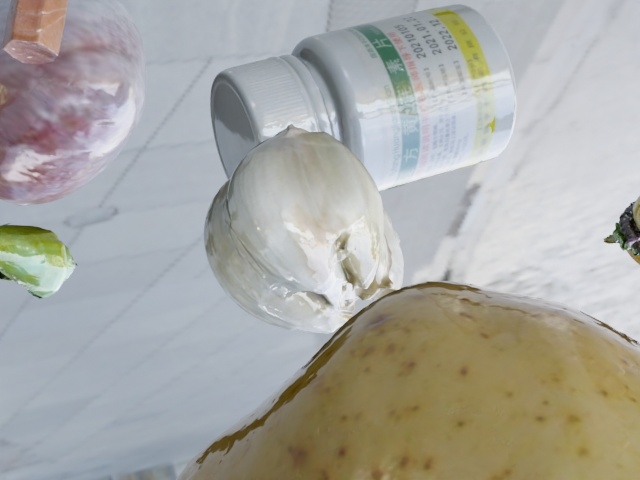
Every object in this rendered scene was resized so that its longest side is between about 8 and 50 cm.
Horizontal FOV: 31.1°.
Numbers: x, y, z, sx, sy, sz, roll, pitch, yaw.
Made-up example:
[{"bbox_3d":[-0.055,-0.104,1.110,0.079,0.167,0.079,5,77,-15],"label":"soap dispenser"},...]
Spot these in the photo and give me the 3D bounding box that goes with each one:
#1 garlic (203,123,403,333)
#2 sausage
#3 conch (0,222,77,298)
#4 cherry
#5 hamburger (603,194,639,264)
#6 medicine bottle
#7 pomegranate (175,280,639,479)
[{"bbox_3d":[-0.015,0.007,1.165,0.185,0.203,0.281,-29,167,3],"label":"garlic"},{"bbox_3d":[-0.314,-0.285,1.295,0.065,0.169,0.065,5,160,2],"label":"sausage"},{"bbox_3d":[-0.343,0.020,1.301,0.095,0.079,0.201,-13,156,34],"label":"conch"},{"bbox_3d":[-0.363,-0.218,1.536,0.291,0.326,0.335,30,140,-23],"label":"cherry"},{"bbox_3d":[0.455,-0.014,1.436,0.189,0.164,0.093,-36,148,-51],"label":"hamburger"},{"bbox_3d":[0.051,-0.161,1.427,0.340,0.208,0.208,-17,169,-21],"label":"medicine bottle"},{"bbox_3d":[0.080,0.214,0.609,0.410,0.410,0.410,-16,168,-4],"label":"pomegranate"}]
